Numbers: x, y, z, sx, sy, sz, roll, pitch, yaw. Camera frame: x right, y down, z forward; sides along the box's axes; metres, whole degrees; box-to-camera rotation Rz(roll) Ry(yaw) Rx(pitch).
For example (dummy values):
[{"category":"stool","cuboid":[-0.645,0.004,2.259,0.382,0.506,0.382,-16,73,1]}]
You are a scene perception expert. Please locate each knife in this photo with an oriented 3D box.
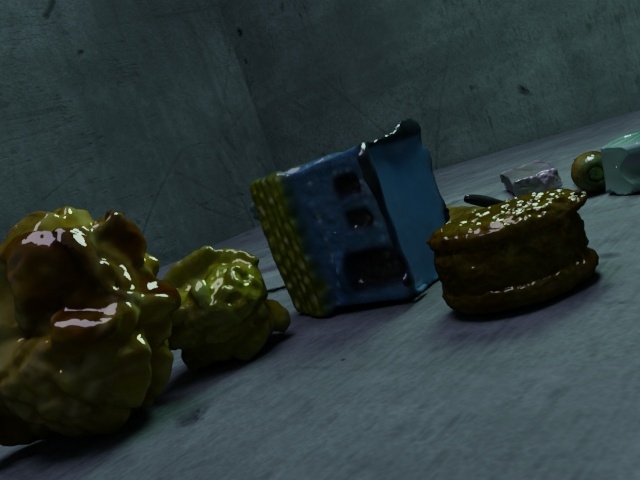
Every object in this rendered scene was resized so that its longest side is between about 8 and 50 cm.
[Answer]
[{"category":"knife","cuboid":[0.306,-0.057,1.184,0.247,0.018,0.035,3,6,-44]}]

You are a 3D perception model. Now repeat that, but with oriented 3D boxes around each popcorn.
[{"category":"popcorn","cuboid":[-0.151,0.101,1.042,0.197,0.156,0.197,-17,27,9]},{"category":"popcorn","cuboid":[-0.304,0.123,0.899,0.332,0.265,0.225,-57,-19,5]}]

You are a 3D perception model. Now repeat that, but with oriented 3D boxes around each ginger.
[{"category":"ginger","cuboid":[0.258,-0.030,1.278,0.118,0.065,0.299,-2,6,-9]}]

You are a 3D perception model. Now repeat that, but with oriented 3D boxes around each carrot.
[{"category":"carrot","cuboid":[0.520,-0.136,1.442,0.078,0.078,0.298,-18,1,14]}]

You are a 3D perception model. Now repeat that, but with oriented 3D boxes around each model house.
[{"category":"model house","cuboid":[0.035,-0.026,1.131,0.303,0.237,0.215,-15,8,39]}]

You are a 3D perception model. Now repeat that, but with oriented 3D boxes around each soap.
[{"category":"soap","cuboid":[0.570,-0.142,1.206,0.145,0.091,0.230,-23,8,-36]}]

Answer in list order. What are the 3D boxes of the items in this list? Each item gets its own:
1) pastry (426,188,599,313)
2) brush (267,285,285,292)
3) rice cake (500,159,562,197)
[{"category":"pastry","cuboid":[0.222,0.011,0.851,0.188,0.103,0.189,-18,6,2]},{"category":"brush","cuboid":[-0.074,0.094,1.488,0.083,0.008,0.024,-17,10,22]},{"category":"rice cake","cuboid":[0.474,-0.139,1.665,0.106,0.050,0.298,-19,6,11]}]
